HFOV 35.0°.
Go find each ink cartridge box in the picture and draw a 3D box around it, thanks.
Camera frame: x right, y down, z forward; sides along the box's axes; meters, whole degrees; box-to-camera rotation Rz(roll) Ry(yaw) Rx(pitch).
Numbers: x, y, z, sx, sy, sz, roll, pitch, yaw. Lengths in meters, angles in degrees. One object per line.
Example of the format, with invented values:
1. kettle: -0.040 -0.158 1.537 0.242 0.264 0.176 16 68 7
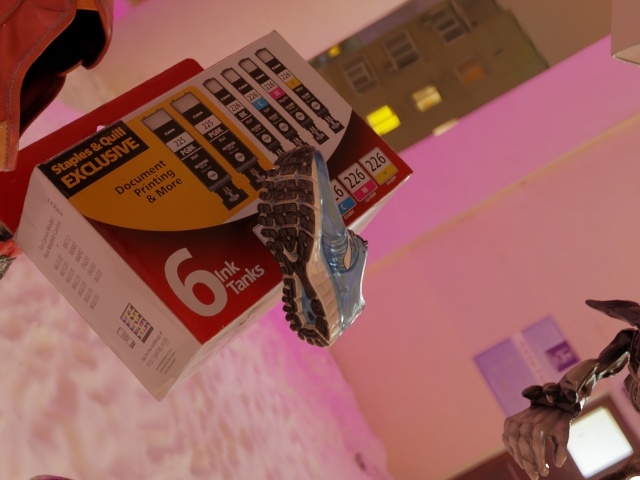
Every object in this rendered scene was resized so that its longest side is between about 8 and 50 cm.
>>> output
1. ink cartridge box: -0.117 -0.057 0.946 0.272 0.309 0.130 46 -39 5

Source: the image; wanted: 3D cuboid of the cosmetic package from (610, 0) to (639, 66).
1. cosmetic package: 0.303 -0.273 0.716 0.153 0.129 0.296 -15 -111 60

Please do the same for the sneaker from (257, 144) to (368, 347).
1. sneaker: 0.000 0.000 0.806 0.063 0.073 0.162 12 -61 42

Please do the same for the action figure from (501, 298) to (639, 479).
1. action figure: 0.214 0.141 0.648 0.164 0.141 0.276 18 -69 35

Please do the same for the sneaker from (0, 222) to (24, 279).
1. sneaker: -0.400 0.000 0.935 0.276 0.135 0.097 13 31 -46

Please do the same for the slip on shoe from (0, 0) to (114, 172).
1. slip on shoe: -0.198 -0.176 0.765 0.101 0.331 0.123 26 -36 -3

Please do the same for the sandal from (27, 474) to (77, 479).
1. sandal: -0.204 0.227 0.795 0.120 0.086 0.303 61 -17 -6
